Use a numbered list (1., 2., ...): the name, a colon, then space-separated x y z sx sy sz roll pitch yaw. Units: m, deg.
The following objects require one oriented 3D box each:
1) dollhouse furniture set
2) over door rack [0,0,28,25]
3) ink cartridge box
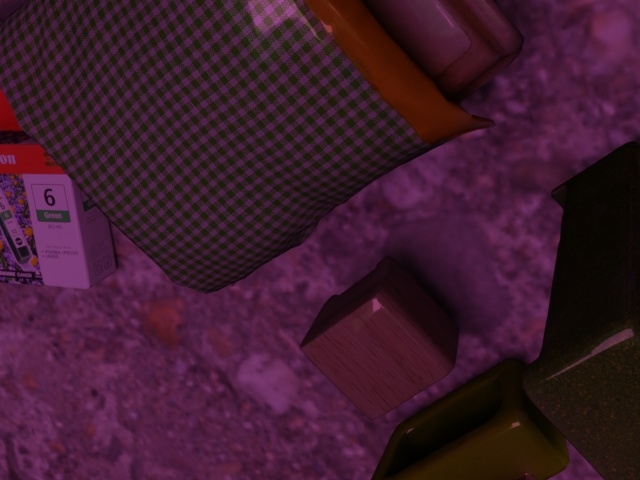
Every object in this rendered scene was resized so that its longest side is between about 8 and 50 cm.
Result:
1. dollhouse furniture set: 0.000 0.000 0.390 0.197 0.151 0.301 -37 103 30
2. over door rack: -0.188 -0.253 0.377 0.239 0.108 0.324 34 152 8
3. ink cartridge box: -0.146 -0.034 0.539 0.062 0.029 0.115 3 111 23
